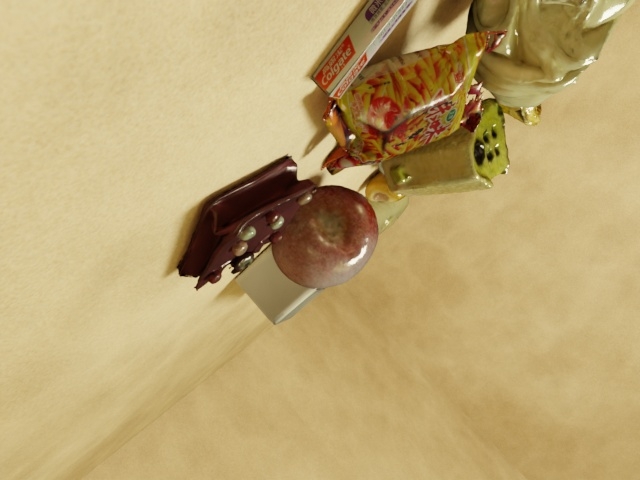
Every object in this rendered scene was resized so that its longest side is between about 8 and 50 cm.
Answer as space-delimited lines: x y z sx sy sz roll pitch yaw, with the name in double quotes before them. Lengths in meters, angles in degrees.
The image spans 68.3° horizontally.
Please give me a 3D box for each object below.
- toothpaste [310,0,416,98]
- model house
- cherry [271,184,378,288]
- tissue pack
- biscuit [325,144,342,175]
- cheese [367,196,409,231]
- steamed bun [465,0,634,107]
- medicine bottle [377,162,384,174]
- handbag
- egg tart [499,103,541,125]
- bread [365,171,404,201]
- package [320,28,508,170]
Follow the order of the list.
"toothpaste" 0.067 -0.258 0.562 0.196 0.040 0.047 -47 169 25
"model house" 0.250 -0.161 0.946 0.194 0.174 0.234 -2 -152 36
"cherry" 0.008 0.002 1.010 0.239 0.206 0.239 -54 170 -14
"tissue pack" -0.099 0.114 1.242 0.136 0.159 0.246 -42 173 1
"biscuit" 0.141 -0.248 0.950 0.278 0.043 0.301 -49 170 34
"cheese" 0.205 -0.099 1.713 0.328 0.129 0.351 -41 174 -4
"steamed bun" 0.332 -0.370 0.713 0.275 0.206 0.319 -69 179 -71
"medicine bottle" 0.203 -0.211 1.312 0.080 0.080 0.130 -45 172 10
"handbag" -0.118 -0.019 0.765 0.203 0.074 0.216 -35 169 -41
"egg tart" 0.505 -0.430 1.234 0.116 0.290 0.290 -8 -168 30
"bread" 0.263 -0.213 1.491 0.142 0.091 0.305 9 -145 40
"package" 0.126 -0.209 0.729 0.288 0.108 0.223 -23 162 -5
